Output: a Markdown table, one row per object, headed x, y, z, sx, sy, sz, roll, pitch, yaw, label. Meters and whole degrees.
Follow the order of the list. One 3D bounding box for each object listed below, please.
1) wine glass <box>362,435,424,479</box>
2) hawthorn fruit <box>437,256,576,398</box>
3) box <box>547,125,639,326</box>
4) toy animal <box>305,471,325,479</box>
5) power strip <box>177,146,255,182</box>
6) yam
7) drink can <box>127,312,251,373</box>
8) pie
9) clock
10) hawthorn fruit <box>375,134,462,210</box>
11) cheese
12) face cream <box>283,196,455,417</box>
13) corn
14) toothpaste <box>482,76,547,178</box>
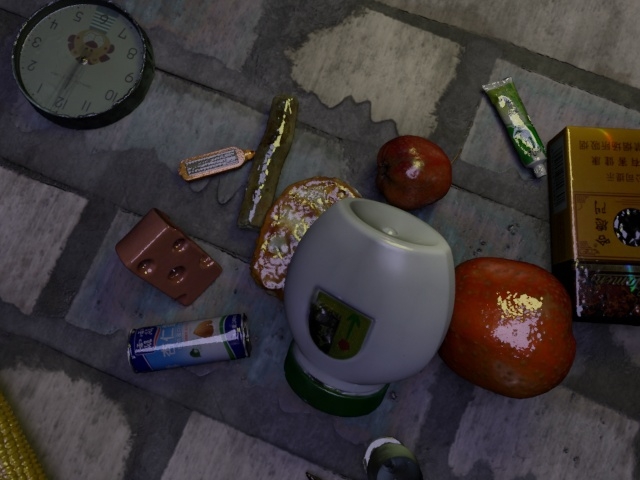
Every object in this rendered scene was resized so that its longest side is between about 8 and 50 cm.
| x | y | z | sx | sy | sz | roll | pitch | yaw | label |
| --- | --- | --- | --- | --- | --- | --- | --- | --- | --- |
| 0.133 | 0.431 | 1.064 | 0.103 | 0.222 | 0.103 | 0 | 77 | 1 | wine glass |
| 0.337 | 0.156 | 1.101 | 0.299 | 0.275 | 0.276 | 25 | 80 | 16 | hawthorn fruit |
| 0.638 | -0.026 | 1.212 | 0.264 | 0.116 | 0.416 | 3 | 79 | -2 | box |
| -0.021 | 0.595 | 1.114 | 0.259 | 0.087 | 0.244 | 18 | 66 | 4 | toy animal |
| -0.227 | -0.172 | 1.264 | 0.178 | 0.028 | 0.049 | -16 | 80 | -4 | power strip |
| -0.112 | -0.171 | 1.248 | 0.067 | 0.071 | 0.318 | 7 | 77 | 37 | yam |
| -0.263 | 0.209 | 1.160 | 0.235 | 0.097 | 0.097 | -7 | 80 | -3 | drink can |
| 0.000 | 0.000 | 1.208 | 0.308 | 0.085 | 0.309 | 1 | 80 | -3 | pie |
| -0.537 | -0.407 | 1.285 | 0.312 | 0.061 | 0.313 | 0 | 79 | -2 | clock |
| 0.223 | -0.146 | 1.220 | 0.203 | 0.162 | 0.163 | 0 | 79 | -16 | hawthorn fruit |
| -0.335 | 0.011 | 1.192 | 0.128 | 0.203 | 0.177 | -47 | 53 | -5 | cheese |
| 0.076 | 0.122 | 1.045 | 0.312 | 0.219 | 0.357 | 27 | 118 | 20 | face cream |
| -0.635 | 0.409 | 1.094 | 0.144 | 0.144 | 0.387 | -36 | 82 | -7 | corn |
| 0.450 | -0.256 | 1.287 | 0.078 | 0.047 | 0.248 | -19 | 79 | -7 | toothpaste |
